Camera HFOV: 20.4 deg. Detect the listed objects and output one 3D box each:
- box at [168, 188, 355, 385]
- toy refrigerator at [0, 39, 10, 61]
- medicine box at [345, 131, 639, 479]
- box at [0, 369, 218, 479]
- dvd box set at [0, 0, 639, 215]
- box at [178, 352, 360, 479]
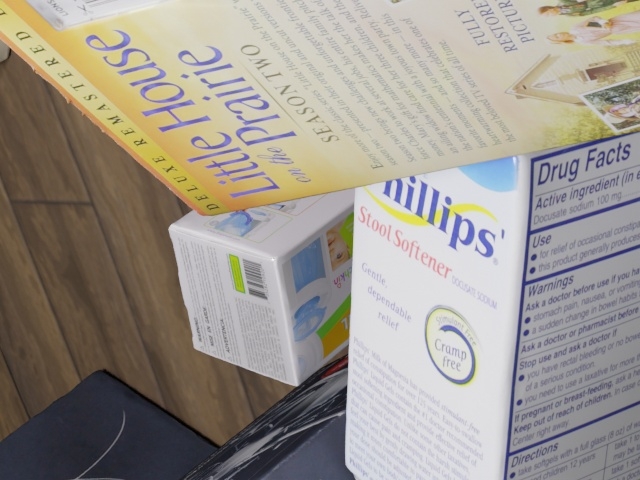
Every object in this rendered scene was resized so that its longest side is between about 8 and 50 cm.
[{"bbox_3d":[0.000,0.000,1.323,0.103,0.203,0.114,17,130,36],"label":"box"},{"bbox_3d":[-0.328,-0.269,1.533,0.102,0.094,0.269,36,137,21],"label":"toy refrigerator"},{"bbox_3d":[0.164,0.020,1.089,0.149,0.263,0.289,34,131,46],"label":"medicine box"},{"bbox_3d":[-0.199,0.445,1.624,0.480,0.472,0.297,30,135,26],"label":"box"},{"bbox_3d":[0.064,-0.132,0.785,0.420,0.062,0.307,-11,151,23],"label":"dvd box set"},{"bbox_3d":[0.031,0.199,1.327,0.179,0.343,0.312,56,140,-2],"label":"box"}]
